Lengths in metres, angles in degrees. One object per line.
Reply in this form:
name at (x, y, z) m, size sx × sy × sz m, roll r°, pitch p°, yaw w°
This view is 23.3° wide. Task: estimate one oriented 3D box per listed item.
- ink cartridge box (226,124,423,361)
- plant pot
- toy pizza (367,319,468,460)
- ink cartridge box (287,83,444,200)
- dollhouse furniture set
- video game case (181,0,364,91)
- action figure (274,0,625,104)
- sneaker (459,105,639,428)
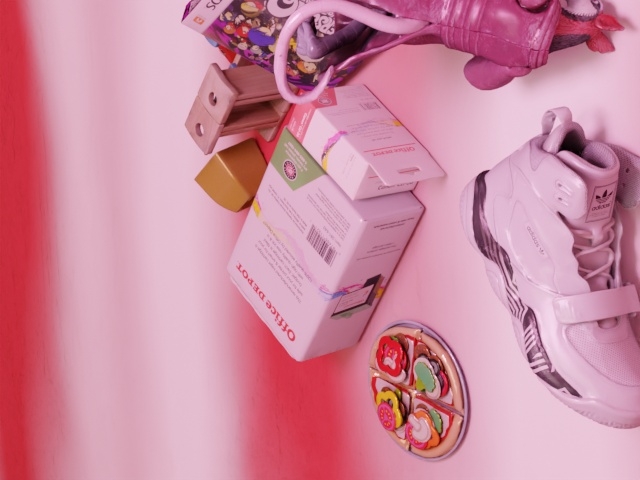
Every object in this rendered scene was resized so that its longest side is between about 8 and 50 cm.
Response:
ink cartridge box at (0.000, 0.000, 2.183) m, size 0.201 × 0.117 × 0.278 m, roll 50°, pitch 134°, yaw 30°
plant pot at (-0.124, -0.092, 2.348) m, size 0.083 × 0.081 × 0.081 m, roll 54°, pitch 138°, yaw 9°
toy pizza at (0.126, 0.210, 2.155) m, size 0.201 × 0.032 × 0.201 m, roll 18°, pitch 114°, yaw 48°
ink cartridge box at (0.061, -0.120, 2.074) m, size 0.198 × 0.115 × 0.067 m, roll 49°, pitch 133°, yaw 32°
dollhouse furniture set at (-0.145, -0.240, 2.285) m, size 0.183 × 0.129 × 0.129 m, roll 54°, pitch 136°, yaw 25°
video game case at (-0.039, -0.301, 2.078) m, size 0.210 × 0.232 × 0.042 m, roll -37°, pitch 32°, yaw 49°
action figure at (0.163, -0.275, 1.776) m, size 0.370 × 0.275 × 0.248 m, roll 15°, pitch 126°, yaw 14°
sneaker at (0.306, 0.026, 1.791) m, size 0.366 × 0.137 × 0.210 m, roll 62°, pitch 143°, yaw 23°
